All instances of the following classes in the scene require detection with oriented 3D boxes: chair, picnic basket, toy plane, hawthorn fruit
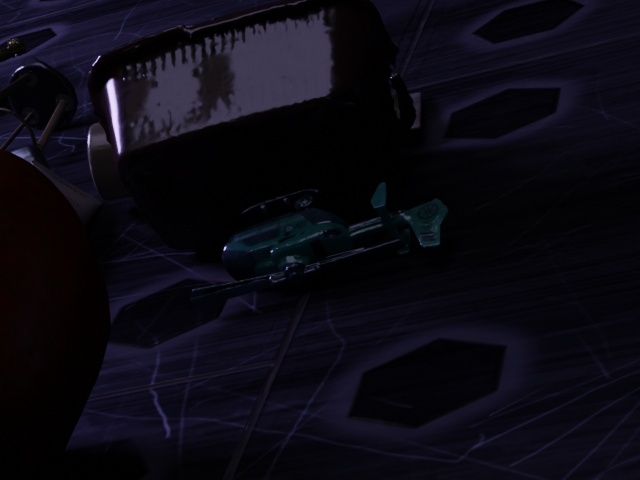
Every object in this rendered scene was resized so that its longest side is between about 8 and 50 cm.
[{"bbox_3d":[-0.356,-0.138,2.162,0.095,0.104,0.221,12,33,7],"label":"chair"},{"bbox_3d":[-0.063,-0.096,1.695,0.297,0.222,0.129,-14,45,13],"label":"picnic basket"},{"bbox_3d":[0.000,0.000,1.572,0.235,0.060,0.096,-16,30,17],"label":"toy plane"},{"bbox_3d":[-0.310,0.085,1.354,0.308,0.308,0.324,-6,61,30],"label":"hawthorn fruit"}]

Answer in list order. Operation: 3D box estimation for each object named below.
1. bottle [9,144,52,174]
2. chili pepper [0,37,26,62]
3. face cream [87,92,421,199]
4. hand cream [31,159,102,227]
[{"bbox_3d":[-0.405,-0.021,1.941,0.254,0.079,0.096,-24,-15,-12],"label":"bottle"},{"bbox_3d":[-0.543,-0.184,2.396,0.388,0.110,0.110,-33,25,-26],"label":"chili pepper"},{"bbox_3d":[-0.065,-0.107,1.863,0.341,0.084,0.137,-9,17,6],"label":"face cream"},{"bbox_3d":[-0.272,-0.022,1.843,0.054,0.087,0.186,-53,14,23],"label":"hand cream"}]
